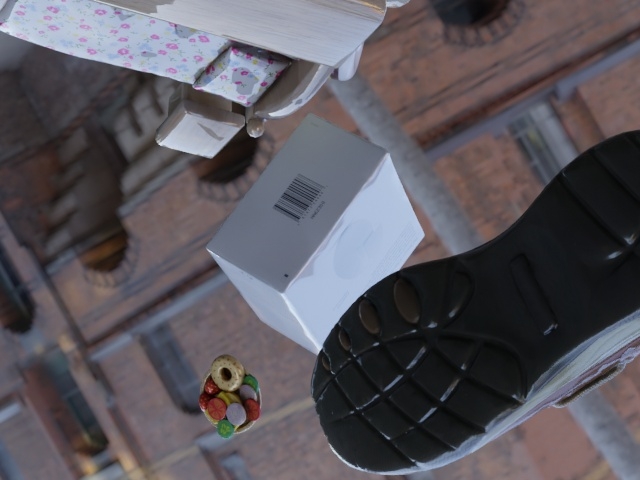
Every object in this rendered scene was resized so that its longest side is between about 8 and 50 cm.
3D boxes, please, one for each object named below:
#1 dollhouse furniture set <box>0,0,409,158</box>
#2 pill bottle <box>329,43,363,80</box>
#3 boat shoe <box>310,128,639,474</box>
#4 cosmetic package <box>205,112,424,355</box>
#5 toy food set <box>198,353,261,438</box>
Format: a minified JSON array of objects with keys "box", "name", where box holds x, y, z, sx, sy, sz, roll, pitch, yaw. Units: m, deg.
[{"box":[-0.120,-0.109,0.653,0.303,0.174,0.355,13,150,-25],"name":"dollhouse furniture set"},{"box":[-0.054,-0.268,1.544,0.215,0.117,0.117,13,-177,5],"name":"pill bottle"},{"box":[0.133,0.052,0.777,0.120,0.123,0.324,4,150,-46],"name":"boat shoe"},{"box":[0.000,0.000,1.659,0.224,0.138,0.225,-53,149,-14],"name":"cosmetic package"},{"box":[-0.100,0.174,1.416,0.083,0.082,0.020,-51,161,23],"name":"toy food set"}]
